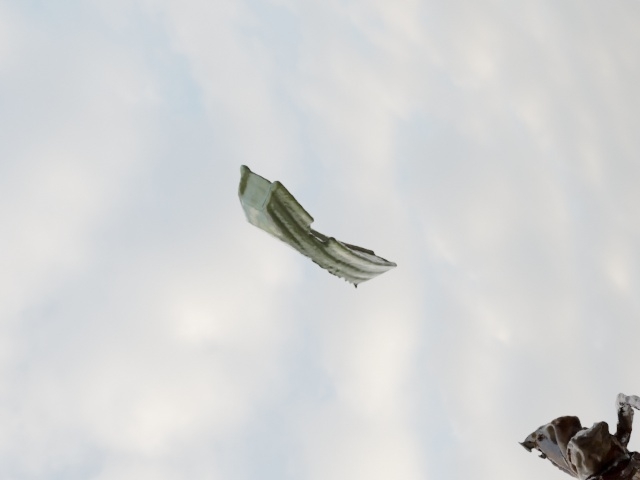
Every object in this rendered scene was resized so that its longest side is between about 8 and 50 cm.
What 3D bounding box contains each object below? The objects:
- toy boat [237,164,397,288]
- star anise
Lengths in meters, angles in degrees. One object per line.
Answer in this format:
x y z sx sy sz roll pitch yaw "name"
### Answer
0.000 0.000 0.887 0.093 0.055 0.293 30 179 36 "toy boat"
0.211 0.151 0.556 0.097 0.070 0.191 44 170 19 "star anise"
